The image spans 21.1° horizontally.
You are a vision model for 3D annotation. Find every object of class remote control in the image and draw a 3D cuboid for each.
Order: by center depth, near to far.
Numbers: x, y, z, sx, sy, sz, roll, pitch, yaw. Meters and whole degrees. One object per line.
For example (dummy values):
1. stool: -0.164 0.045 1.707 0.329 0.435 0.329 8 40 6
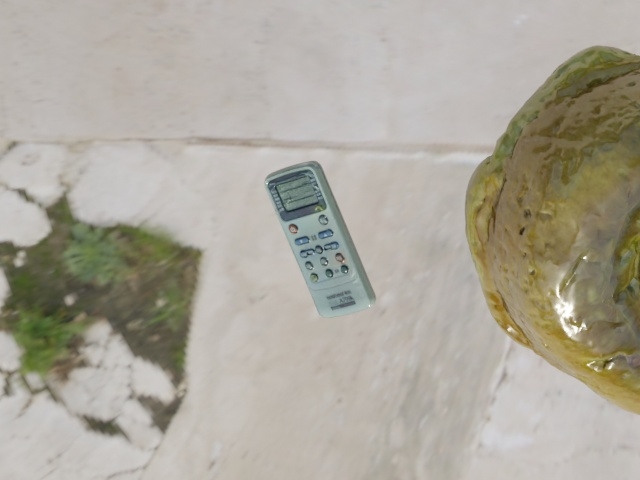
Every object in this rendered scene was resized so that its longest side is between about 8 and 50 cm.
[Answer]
1. remote control: 0.000 0.000 1.304 0.053 0.018 0.124 -14 104 32

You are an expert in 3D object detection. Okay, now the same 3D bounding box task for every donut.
1. donut: 0.220 0.008 1.089 0.261 0.128 0.208 24 104 -24
